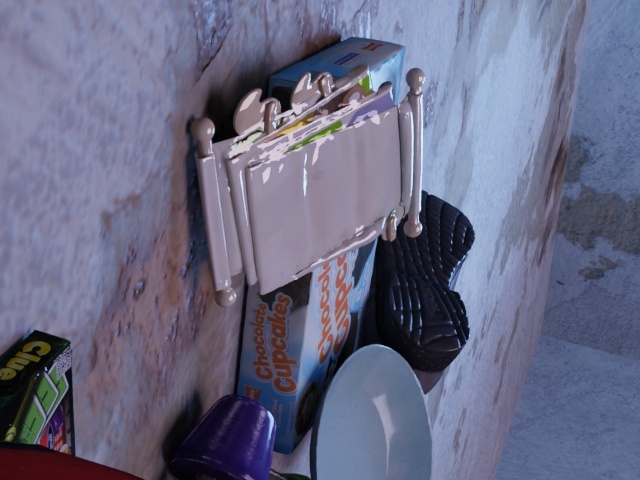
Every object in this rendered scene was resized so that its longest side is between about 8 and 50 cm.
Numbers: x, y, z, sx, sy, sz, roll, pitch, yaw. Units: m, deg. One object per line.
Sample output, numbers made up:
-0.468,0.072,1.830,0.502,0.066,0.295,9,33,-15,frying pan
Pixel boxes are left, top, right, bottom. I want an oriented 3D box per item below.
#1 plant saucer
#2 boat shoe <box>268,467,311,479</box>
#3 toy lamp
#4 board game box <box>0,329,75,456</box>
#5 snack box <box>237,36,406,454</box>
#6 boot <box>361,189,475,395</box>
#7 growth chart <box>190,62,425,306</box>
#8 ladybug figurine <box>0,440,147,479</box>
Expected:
0.037,0.189,1.010,0.195,0.037,0.195,14,73,-55,plant saucer
-0.034,0.264,1.032,0.305,0.109,0.091,67,19,-53,boat shoe
-0.103,0.235,0.812,0.080,0.080,0.274,80,28,-54,toy lamp
-0.176,0.191,0.624,0.136,0.030,0.259,-48,148,-54,board game box
0.000,0.000,0.991,0.187,0.060,0.322,-43,144,-61,snack box
0.068,0.094,1.241,0.338,0.118,0.222,-71,-175,-59,boot
0.002,-0.048,0.848,0.237,0.021,0.172,-21,125,-39,growth chart
-0.117,0.219,0.473,0.449,0.305,0.162,77,-11,-49,ladybug figurine
